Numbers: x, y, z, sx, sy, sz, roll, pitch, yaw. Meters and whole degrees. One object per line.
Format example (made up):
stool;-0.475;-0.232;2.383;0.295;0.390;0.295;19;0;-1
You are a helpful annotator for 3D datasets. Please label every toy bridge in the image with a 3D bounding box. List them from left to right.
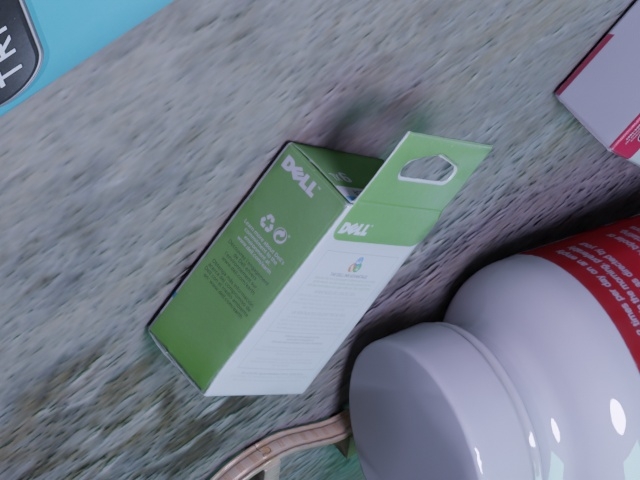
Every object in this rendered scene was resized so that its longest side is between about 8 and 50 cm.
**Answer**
toy bridge;-0.042;0.171;1.432;0.188;0.026;0.063;-30;150;-25

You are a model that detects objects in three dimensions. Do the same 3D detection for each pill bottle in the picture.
pill bottle;0.236;0.099;1.455;0.407;0.229;0.229;-17;145;-27

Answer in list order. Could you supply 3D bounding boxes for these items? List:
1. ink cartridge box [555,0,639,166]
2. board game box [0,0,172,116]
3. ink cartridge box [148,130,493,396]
ink cartridge box;0.244;-0.107;1.365;0.109;0.063;0.150;-49;153;13
board game box;-0.075;-0.205;0.769;0.336;0.079;0.254;-36;153;-13
ink cartridge box;0.000;0.000;1.194;0.209;0.062;0.109;-52;152;19
